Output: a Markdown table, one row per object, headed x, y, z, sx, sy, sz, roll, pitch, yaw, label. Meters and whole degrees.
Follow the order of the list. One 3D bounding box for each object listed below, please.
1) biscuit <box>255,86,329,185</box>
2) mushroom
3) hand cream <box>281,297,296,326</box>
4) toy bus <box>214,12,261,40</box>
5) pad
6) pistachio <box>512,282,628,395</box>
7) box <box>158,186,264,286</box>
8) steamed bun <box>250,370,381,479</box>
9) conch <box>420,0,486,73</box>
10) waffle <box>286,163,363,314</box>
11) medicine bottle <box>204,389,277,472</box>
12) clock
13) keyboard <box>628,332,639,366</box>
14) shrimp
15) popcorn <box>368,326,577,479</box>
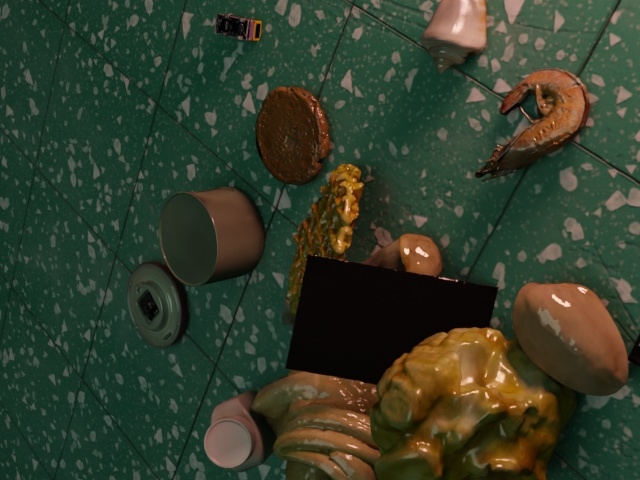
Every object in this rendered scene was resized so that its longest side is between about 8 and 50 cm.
| x | y | z | sx | sy | sz | roll | pitch | yaw | label |
| --- | --- | --- | --- | --- | --- | --- | --- | --- | --- |
| -0.062 | -0.231 | 1.754 | 0.226 | 0.042 | 0.225 | 8 | 101 | 42 | biscuit |
| 0.100 | 0.081 | 1.611 | 0.329 | 0.122 | 0.159 | -36 | 78 | 40 | mushroom |
| -0.026 | 0.182 | 1.802 | 0.194 | 0.042 | 0.067 | 12 | 107 | 46 | hand cream |
| -0.188 | -0.487 | 1.811 | 0.102 | 0.058 | 0.052 | 21 | 112 | 33 | toy bus |
| 0.133 | 0.169 | 1.508 | 0.368 | 0.007 | 0.247 | 10 | 110 | -2 | pad |
| 0.418 | 0.157 | 1.322 | 0.223 | 0.126 | 0.152 | 44 | 98 | 14 | pistachio |
| -0.263 | -0.012 | 1.909 | 0.226 | 0.149 | 0.226 | 10 | 105 | 41 | box |
| 0.015 | 0.435 | 1.690 | 0.372 | 0.230 | 0.325 | 57 | 133 | 16 | steamed bun |
| 0.246 | -0.386 | 1.429 | 0.104 | 0.094 | 0.176 | 22 | 86 | 53 | conch |
| 0.003 | 0.001 | 1.634 | 0.312 | 0.060 | 0.307 | 136 | 150 | -56 | waffle |
| -0.177 | 0.438 | 1.818 | 0.111 | 0.296 | 0.161 | -24 | 85 | 4 | medicine bottle |
| -0.456 | 0.179 | 2.192 | 0.244 | 0.056 | 0.244 | 9 | 104 | 42 | clock |
| 0.590 | 0.213 | 1.254 | 0.202 | 0.011 | 0.067 | 32 | 120 | 35 | keyboard |
| 0.353 | -0.196 | 1.376 | 0.251 | 0.052 | 0.143 | -37 | 62 | 33 | shrimp |
| 0.252 | 0.319 | 1.394 | 0.334 | 0.293 | 0.292 | 25 | 132 | 0 | popcorn |
